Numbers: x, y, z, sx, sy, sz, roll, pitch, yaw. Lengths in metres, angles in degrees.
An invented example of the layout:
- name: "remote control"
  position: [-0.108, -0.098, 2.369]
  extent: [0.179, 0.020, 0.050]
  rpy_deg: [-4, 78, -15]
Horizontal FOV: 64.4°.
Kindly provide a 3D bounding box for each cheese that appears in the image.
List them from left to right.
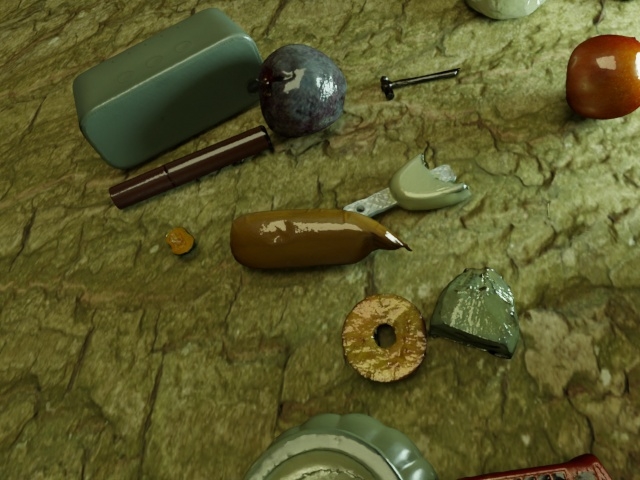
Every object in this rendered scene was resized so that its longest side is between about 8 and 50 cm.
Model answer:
- name: "cheese"
  position: [0.155, -0.088, 0.975]
  extent: [0.235, 0.049, 0.127]
  rpy_deg: [-25, 63, -2]

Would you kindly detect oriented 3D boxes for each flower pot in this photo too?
- name: "flower pot"
  position: [0.015, 0.368, 0.645]
  extent: [0.308, 0.244, 0.307]
  rpy_deg: [-5, 60, 9]

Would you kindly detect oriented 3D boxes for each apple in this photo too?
- name: "apple"
  position: [0.542, -0.307, 0.958]
  extent: [0.139, 0.163, 0.163]
  rpy_deg: [8, 63, 28]

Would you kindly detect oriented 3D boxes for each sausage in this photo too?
- name: "sausage"
  position: [0.000, -0.004, 0.924]
  extent: [0.329, 0.112, 0.112]
  rpy_deg: [-1, 62, 10]

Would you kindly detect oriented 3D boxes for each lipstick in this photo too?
- name: "lipstick"
  position: [-0.276, -0.159, 1.093]
  extent: [0.357, 0.057, 0.057]
  rpy_deg: [-22, 60, -3]

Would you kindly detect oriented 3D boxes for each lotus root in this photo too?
- name: "lotus root"
  position: [0.256, 0.107, 0.837]
  extent: [0.143, 0.070, 0.144]
  rpy_deg: [8, 63, 14]

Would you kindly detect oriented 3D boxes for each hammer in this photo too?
- name: "hammer"
  position: [0.223, -0.354, 1.126]
  extent: [0.179, 0.021, 0.065]
  rpy_deg: [-10, 61, 3]

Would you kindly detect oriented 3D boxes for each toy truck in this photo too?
- name: "toy truck"
  position: [0.308, 0.353, 0.672]
  extent: [0.253, 0.107, 0.114]
  rpy_deg: [-12, 61, 5]

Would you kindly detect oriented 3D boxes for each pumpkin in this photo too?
- name: "pumpkin"
  position: [-0.277, 0.005, 1.020]
  extent: [0.050, 0.028, 0.083]
  rpy_deg: [-37, 53, -8]

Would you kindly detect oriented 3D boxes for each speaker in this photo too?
- name: "speaker"
  position: [-0.339, -0.348, 1.142]
  extent: [0.406, 0.183, 0.184]
  rpy_deg: [-30, 55, -5]

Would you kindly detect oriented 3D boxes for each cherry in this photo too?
- name: "cherry"
  position: [-0.039, -0.308, 1.064]
  extent: [0.195, 0.195, 0.195]
  rpy_deg: [-5, 61, 9]

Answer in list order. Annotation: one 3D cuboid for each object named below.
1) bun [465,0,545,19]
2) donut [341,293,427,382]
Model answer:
- name: "bun"
  position: [0.436, -0.621, 1.172]
  extent: [0.210, 0.116, 0.237]
  rpy_deg: [29, 70, 24]
- name: "donut"
  position: [0.106, 0.166, 0.841]
  extent: [0.152, 0.058, 0.151]
  rpy_deg: [-5, 60, 8]
